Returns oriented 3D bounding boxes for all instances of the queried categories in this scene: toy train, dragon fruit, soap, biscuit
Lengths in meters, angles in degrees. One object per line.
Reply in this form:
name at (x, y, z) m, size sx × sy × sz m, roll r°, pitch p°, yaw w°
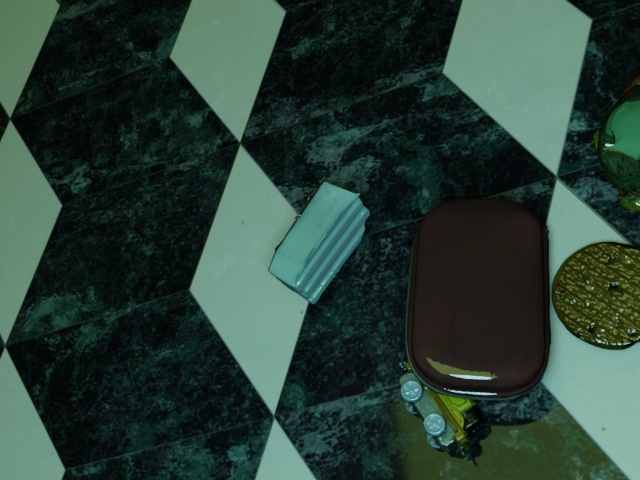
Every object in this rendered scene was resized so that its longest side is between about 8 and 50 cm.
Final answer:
toy train at (0.226, 0.296, 1.587) m, size 0.127 × 0.089 × 0.219 m, roll -32°, pitch 58°, yaw -5°
dragon fruit at (0.625, -0.181, 1.570) m, size 0.295 × 0.130 × 0.268 m, roll 4°, pitch 88°, yaw 42°
soap at (0.000, 0.000, 1.777) m, size 0.091 × 0.145 × 0.230 m, roll 31°, pitch 81°, yaw 31°
biscuit at (0.529, 0.099, 1.575) m, size 0.212 × 0.036 × 0.212 m, roll -10°, pitch 63°, yaw 20°

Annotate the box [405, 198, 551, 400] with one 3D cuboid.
box at (0.292, 0.102, 1.592) m, size 0.263 × 0.108 × 0.404 m, roll 3°, pitch 59°, yaw 11°
